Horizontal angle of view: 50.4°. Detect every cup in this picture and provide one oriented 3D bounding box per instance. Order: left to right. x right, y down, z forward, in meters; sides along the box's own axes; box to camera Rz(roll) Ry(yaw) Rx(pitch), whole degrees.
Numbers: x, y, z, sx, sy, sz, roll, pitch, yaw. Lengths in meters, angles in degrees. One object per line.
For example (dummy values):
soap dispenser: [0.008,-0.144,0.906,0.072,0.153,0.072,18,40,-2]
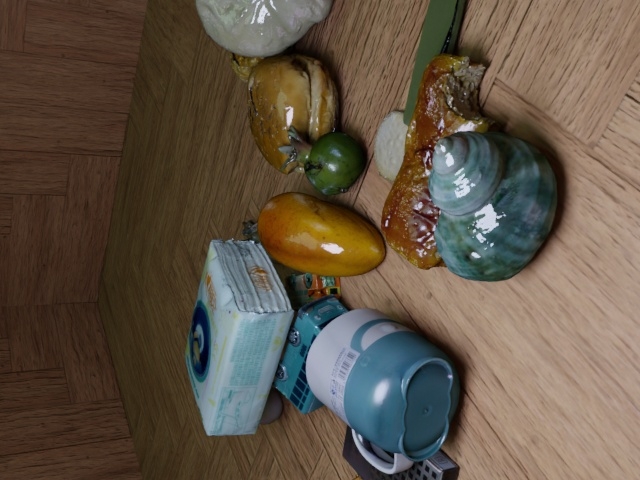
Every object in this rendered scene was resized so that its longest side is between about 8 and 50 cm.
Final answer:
cup: [0.120,0.294,1.289,0.257,0.219,0.289,27,118,56]

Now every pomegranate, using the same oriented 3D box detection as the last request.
pomegranate: [0.001,-0.182,1.520,0.152,0.191,0.131,-44,26,52]

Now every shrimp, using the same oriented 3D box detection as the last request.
shrimp: [-0.140,-0.034,1.897,0.317,0.077,0.168,26,103,53]

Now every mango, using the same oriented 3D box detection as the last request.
mango: [0.000,0.000,1.547,0.350,0.199,0.201,22,138,45]

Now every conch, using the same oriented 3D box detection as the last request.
conch: [0.259,-0.069,1.071,0.220,0.277,0.195,-30,38,14]

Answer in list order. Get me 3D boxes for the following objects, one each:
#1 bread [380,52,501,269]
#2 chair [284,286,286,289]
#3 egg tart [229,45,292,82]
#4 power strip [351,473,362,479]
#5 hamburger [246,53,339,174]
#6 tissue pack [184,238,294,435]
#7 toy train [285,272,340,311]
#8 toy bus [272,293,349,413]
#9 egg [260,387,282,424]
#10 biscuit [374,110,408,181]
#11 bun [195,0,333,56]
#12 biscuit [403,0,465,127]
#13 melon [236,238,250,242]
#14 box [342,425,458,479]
bread: [0.218,-0.139,1.224,0.185,0.109,0.380,43,124,53]
chair: [-0.193,0.210,1.920,0.221,0.140,0.145,-15,77,63]
egg tart: [-0.140,-0.564,1.847,0.297,0.132,0.297,-17,67,47]
power strip: [0.110,0.588,1.454,0.178,0.028,0.049,59,160,17]
hamburger: [-0.073,-0.309,1.682,0.304,0.174,0.284,-140,44,-62]
tissue pack: [-0.208,0.232,1.633,0.287,0.162,0.388,59,139,48]
toy train: [-0.021,0.122,1.681,0.188,0.072,0.099,-15,83,59]
toy bus: [-0.005,0.265,1.573,0.147,0.128,0.256,41,129,28]
egg: [-0.160,0.455,1.889,0.135,0.103,0.103,16,104,61]
biscuit: [0.155,-0.196,1.418,0.152,0.020,0.152,1,91,61]
bun: [-0.158,-0.626,1.650,0.365,0.219,0.365,-7,73,24]
biscuit: [0.221,-0.364,1.285,0.099,0.038,0.322,41,125,57]
melon: [-0.210,0.061,1.940,0.118,0.064,0.209,62,162,14]
box: [0.152,0.454,1.400,0.325,0.047,0.180,33,119,57]
